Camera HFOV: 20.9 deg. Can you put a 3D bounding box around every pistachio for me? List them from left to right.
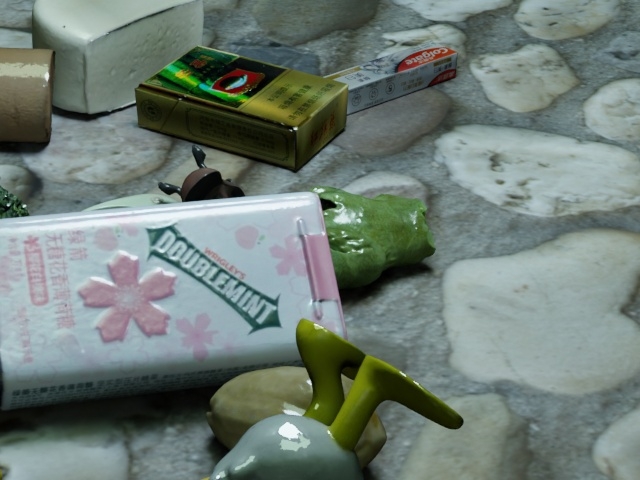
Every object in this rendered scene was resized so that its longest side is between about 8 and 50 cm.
[{"bbox_3d":[-0.026,0.173,1.666,0.186,0.108,0.126,9,3,22],"label":"pistachio"}]

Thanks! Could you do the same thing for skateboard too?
[{"bbox_3d":[-0.116,-0.046,2.018,0.080,0.067,0.151,44,5,29],"label":"skateboard"}]

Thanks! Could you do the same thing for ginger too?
[{"bbox_3d":[0.004,0.001,1.964,0.290,0.089,0.137,-22,74,-36],"label":"ginger"}]

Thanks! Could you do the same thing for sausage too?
[{"bbox_3d":[-0.465,-0.188,2.204,0.253,0.123,0.123,2,31,-3],"label":"sausage"}]

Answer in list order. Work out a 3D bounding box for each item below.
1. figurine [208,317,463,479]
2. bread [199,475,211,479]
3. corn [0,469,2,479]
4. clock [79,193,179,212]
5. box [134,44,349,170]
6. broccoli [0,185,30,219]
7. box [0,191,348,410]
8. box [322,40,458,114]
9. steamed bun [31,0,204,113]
[{"bbox_3d":[-0.001,0.278,1.410,0.338,0.283,0.204,-50,20,-11],"label":"figurine"},{"bbox_3d":[-0.045,0.260,1.533,0.173,0.085,0.134,-14,38,-29],"label":"bread"},{"bbox_3d":[-0.408,0.165,1.632,0.322,0.119,0.119,33,41,32],"label":"corn"},{"bbox_3d":[-0.225,0.015,1.948,0.191,0.062,0.151,-14,36,-27],"label":"clock"},{"bbox_3d":[-0.102,-0.177,2.277,0.240,0.071,0.159,16,36,21],"label":"box"},{"bbox_3d":[-0.420,-0.015,1.849,0.176,0.198,0.226,37,46,-7],"label":"broccoli"},{"bbox_3d":[-0.171,0.062,1.772,0.370,0.112,0.190,-5,68,-14],"label":"box"},{"bbox_3d":[0.098,-0.228,2.412,0.218,0.039,0.055,-21,38,-35],"label":"box"},{"bbox_3d":[-0.288,-0.278,2.350,0.164,0.146,0.242,29,41,31],"label":"steamed bun"}]
